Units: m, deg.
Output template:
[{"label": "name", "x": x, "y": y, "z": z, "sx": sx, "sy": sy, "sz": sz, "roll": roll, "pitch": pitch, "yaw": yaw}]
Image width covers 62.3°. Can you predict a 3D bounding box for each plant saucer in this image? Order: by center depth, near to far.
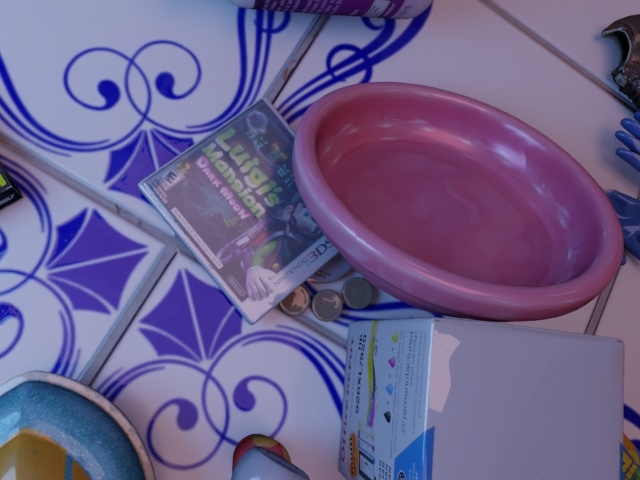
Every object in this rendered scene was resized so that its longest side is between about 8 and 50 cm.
[{"label": "plant saucer", "x": 0.129, "y": -0.043, "z": 0.545, "sx": 0.332, "sy": 0.084, "sz": 0.332, "roll": 10, "pitch": 43, "yaw": -9}]

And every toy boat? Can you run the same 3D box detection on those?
[{"label": "toy boat", "x": -0.172, "y": 0.233, "z": 0.454, "sx": 0.318, "sy": 0.148, "sz": 0.267, "roll": -11, "pitch": 84, "yaw": -15}]

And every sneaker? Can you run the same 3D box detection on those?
[{"label": "sneaker", "x": 0.445, "y": -0.220, "z": 0.739, "sx": 0.071, "sy": 0.066, "sz": 0.188, "roll": -12, "pitch": 81, "yaw": 4}]

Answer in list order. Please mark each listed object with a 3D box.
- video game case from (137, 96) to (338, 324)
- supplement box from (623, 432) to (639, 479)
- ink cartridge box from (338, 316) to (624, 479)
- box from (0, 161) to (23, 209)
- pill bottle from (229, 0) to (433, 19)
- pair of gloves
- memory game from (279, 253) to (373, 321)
[{"label": "video game case", "x": -0.068, "y": -0.036, "z": 0.577, "sx": 0.173, "sy": 0.022, "sz": 0.190, "roll": -39, "pitch": 91, "yaw": -17}, {"label": "supplement box", "x": 0.301, "y": 0.236, "z": 0.611, "sx": 0.078, "sy": 0.080, "sz": 0.233, "roll": -42, "pitch": 95, "yaw": -14}, {"label": "ink cartridge box", "x": 0.128, "y": 0.164, "z": 0.498, "sx": 0.168, "sy": 0.232, "sz": 0.171, "roll": 8, "pitch": 80, "yaw": -11}, {"label": "box", "x": -0.421, "y": -0.077, "z": 0.497, "sx": 0.184, "sy": 0.045, "sz": 0.191, "roll": -35, "pitch": 90, "yaw": -19}, {"label": "pill bottle", "x": -0.022, "y": -0.338, "z": 0.575, "sx": 0.301, "sy": 0.169, "sz": 0.169, "roll": -3, "pitch": 82, "yaw": -15}, {"label": "pair of gloves", "x": 0.426, "y": -0.069, "z": 0.695, "sx": 0.159, "sy": 0.023, "sz": 0.198, "roll": 39, "pitch": 92, "yaw": -1}, {"label": "memory game", "x": 0.000, "y": 0.000, "z": 0.607, "sx": 0.186, "sy": 0.012, "sz": 0.186, "roll": 2, "pitch": 80, "yaw": -14}]
